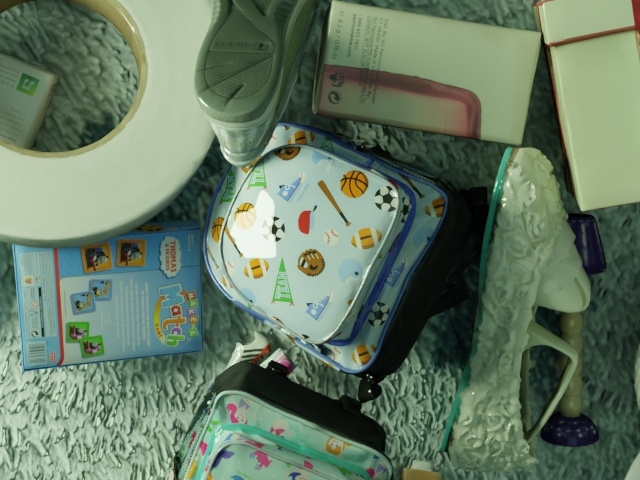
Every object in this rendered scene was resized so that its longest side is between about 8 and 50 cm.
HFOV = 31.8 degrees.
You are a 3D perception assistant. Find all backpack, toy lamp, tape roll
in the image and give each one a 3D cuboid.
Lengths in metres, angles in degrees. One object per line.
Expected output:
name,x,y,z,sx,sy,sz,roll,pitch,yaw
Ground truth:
backpack,0.000,0.000,1.244,0.263,0.213,0.277,28,90,30
backpack,-0.059,0.289,1.198,0.225,0.191,0.253,25,107,-8
toy lamp,0.303,0.105,1.351,0.080,0.080,0.275,-1,100,-2
tape roll,-0.297,-0.186,1.234,0.392,0.072,0.392,2,81,-11

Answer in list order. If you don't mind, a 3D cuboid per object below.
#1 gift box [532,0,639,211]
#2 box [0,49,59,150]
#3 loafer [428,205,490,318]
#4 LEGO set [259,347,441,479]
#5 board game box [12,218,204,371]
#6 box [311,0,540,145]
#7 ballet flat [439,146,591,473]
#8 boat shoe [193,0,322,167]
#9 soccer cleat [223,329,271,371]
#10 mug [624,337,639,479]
gift box,0.381,-0.195,1.230,0.276,0.255,0.258,-12,100,5
box,-0.471,-0.089,1.305,0.232,0.058,0.322,23,95,-5
loafer,0.141,0.052,1.336,0.078,0.076,0.223,34,91,2
LEGO set,0.013,0.266,1.337,0.287,0.107,0.132,40,100,-10
board game box,-0.243,0.062,1.303,0.211,0.039,0.160,-4,110,-15
box,0.112,-0.187,1.268,0.232,0.148,0.127,9,97,-3
ballet flat,0.238,0.090,1.290,0.147,0.147,0.409,7,113,-3
boat shoe,-0.063,-0.229,1.224,0.118,0.103,0.320,5,55,6
soccer cleat,-0.098,0.143,1.365,0.083,0.029,0.036,-38,89,-1
mug,0.460,0.202,1.242,0.276,0.328,0.374,37,95,-6
